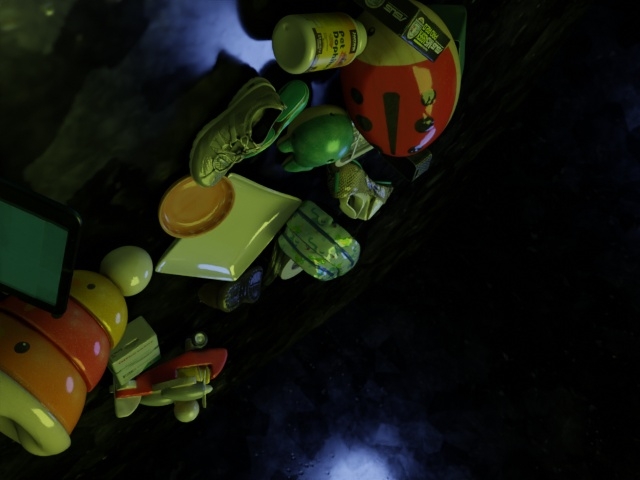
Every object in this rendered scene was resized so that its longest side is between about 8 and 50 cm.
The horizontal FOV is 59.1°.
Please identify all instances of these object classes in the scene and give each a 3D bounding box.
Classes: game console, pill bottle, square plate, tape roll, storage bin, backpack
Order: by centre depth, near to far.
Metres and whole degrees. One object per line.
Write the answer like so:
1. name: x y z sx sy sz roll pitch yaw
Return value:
1. game console: -0.568 0.035 0.931 0.250 0.173 0.293 -26 155 -45
2. pill bottle: 0.005 -0.432 1.225 0.215 0.117 0.117 -27 156 -44
3. square plate: -0.257 -0.031 1.605 0.347 0.049 0.344 -49 152 15
4. backpack: 0.000 0.000 1.808 0.273 0.290 0.355 -42 179 -16
5. storage bin: 0.306 -0.317 2.054 0.084 0.180 0.122 -38 162 -16
6. tape roll: -0.092 0.051 2.199 0.219 0.072 0.219 -40 163 -15

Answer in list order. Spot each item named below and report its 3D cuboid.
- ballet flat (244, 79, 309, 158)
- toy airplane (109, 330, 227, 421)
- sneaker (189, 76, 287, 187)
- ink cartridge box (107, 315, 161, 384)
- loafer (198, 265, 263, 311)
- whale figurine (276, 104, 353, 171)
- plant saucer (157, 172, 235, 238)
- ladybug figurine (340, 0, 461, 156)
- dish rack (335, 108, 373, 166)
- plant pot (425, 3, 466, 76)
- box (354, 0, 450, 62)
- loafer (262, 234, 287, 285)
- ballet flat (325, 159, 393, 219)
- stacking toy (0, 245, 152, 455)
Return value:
1. ballet flat: -0.119 -0.282 1.364 0.247 0.083 0.087 -43 177 4
2. toy airplane: -0.526 0.514 1.958 0.385 0.272 0.386 -26 179 8
3. sneaker: -0.186 -0.226 1.246 0.281 0.115 0.105 -52 144 13
4. ink cartridge box: -0.584 0.341 1.742 0.153 0.087 0.208 -34 161 -28
5. loafer: -0.299 0.147 1.928 0.366 0.130 0.133 -9 108 -75
6. whale figurine: -0.013 -0.249 1.542 0.217 0.141 0.272 -10 159 -29
7. plant saucer: -0.304 -0.092 1.380 0.200 0.037 0.199 -25 144 -21
8. ladybug figurine: 0.194 -0.372 1.421 0.449 0.306 0.161 73 26 -48
9. dish rack: 0.166 -0.392 1.754 0.333 0.072 0.285 -32 158 -34
10. plant pot: 0.309 -0.527 1.515 0.165 0.166 0.234 78 28 -48
11. box: 0.115 -0.474 1.119 0.060 0.270 0.216 -52 162 21
12. loafer: -0.172 0.071 2.062 0.076 0.078 0.223 -73 -170 -58
13. ballet flat: 0.135 -0.165 2.026 0.483 0.164 0.181 11 85 -67
14. stacking toy: -0.553 0.178 1.235 0.479 0.351 0.350 -55 173 -38
